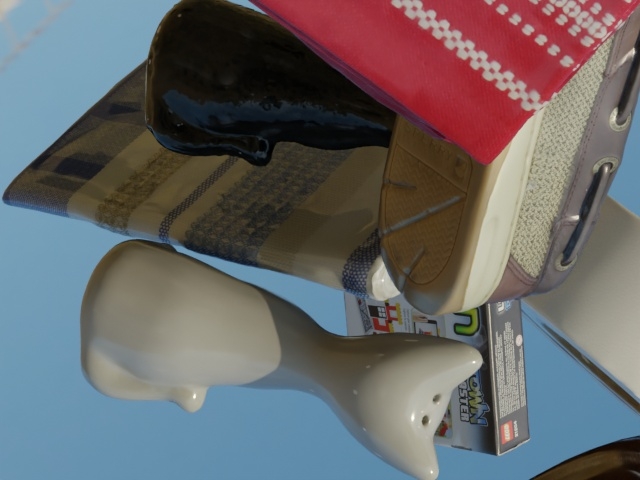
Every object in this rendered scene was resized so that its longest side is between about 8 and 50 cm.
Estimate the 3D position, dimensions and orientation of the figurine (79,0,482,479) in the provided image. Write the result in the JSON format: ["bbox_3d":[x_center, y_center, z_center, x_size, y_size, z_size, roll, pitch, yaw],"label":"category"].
[{"bbox_3d":[0.000,0.000,0.957,0.209,0.214,0.092,16,180,27],"label":"figurine"}]

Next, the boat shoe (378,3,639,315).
[{"bbox_3d":[0.105,-0.098,0.834,0.092,0.285,0.103,-1,-153,-35],"label":"boat shoe"}]

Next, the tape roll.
[{"bbox_3d":[0.249,0.072,1.423,0.100,0.286,0.286,-49,-154,0],"label":"tape roll"}]

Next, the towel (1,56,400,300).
[{"bbox_3d":[-0.019,-0.055,1.087,0.285,0.034,0.209,12,-136,36],"label":"towel"}]

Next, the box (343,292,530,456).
[{"bbox_3d":[0.066,0.022,1.158,0.114,0.207,0.036,7,-163,40],"label":"box"}]

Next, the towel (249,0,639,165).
[{"bbox_3d":[0.052,-0.167,0.518,0.275,0.199,0.031,-48,-163,25],"label":"towel"}]

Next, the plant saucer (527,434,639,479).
[{"bbox_3d":[0.025,0.154,0.555,0.310,0.050,0.310,-41,-177,3],"label":"plant saucer"}]
